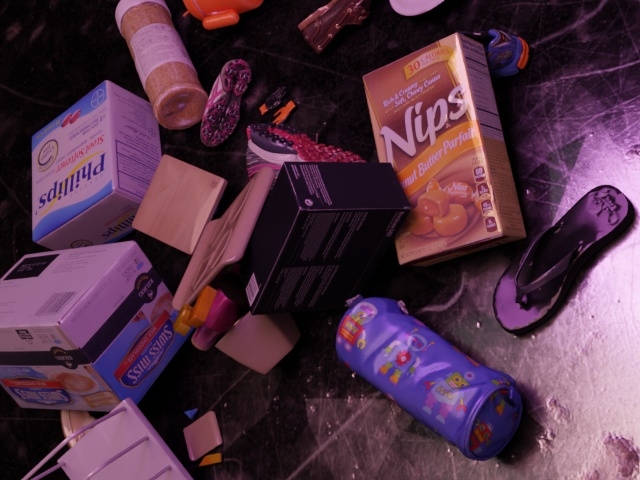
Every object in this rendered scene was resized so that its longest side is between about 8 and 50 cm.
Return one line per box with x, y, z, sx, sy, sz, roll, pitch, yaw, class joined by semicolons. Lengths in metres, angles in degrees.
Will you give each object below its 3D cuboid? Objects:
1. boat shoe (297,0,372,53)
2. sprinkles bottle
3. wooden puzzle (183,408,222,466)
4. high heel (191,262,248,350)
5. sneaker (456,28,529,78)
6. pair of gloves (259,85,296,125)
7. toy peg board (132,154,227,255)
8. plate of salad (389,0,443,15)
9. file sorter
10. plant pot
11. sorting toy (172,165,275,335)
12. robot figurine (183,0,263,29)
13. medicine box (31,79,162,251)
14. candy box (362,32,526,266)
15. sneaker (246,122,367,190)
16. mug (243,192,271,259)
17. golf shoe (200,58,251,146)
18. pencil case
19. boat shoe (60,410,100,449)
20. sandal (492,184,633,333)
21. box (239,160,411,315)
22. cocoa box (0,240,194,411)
0.055;-0.431;1.680;0.207;0.073;0.073;-34;92;29;boat shoe
-0.347;-0.397;1.953;0.121;0.121;0.355;-42;51;19;sprinkles bottle
-0.210;0.353;1.615;0.078;0.014;0.116;-28;57;23;wooden puzzle
-0.154;0.082;1.557;0.117;0.082;0.244;-55;1;31;high heel
0.224;-0.303;1.470;0.221;0.087;0.083;-11;66;36;sneaker
-0.083;-0.258;1.756;0.074;0.010;0.083;-43;48;20;pair of gloves
-0.266;-0.065;1.799;0.161;0.079;0.161;23;89;27;toy peg board
0.203;-0.480;1.587;0.200;0.048;0.200;-28;49;36;plate of salad
-0.338;0.448;1.497;0.193;0.173;0.277;-42;83;19;file sorter
-0.097;0.162;1.527;0.096;0.109;0.109;46;107;-2;plant pot
-0.172;0.039;1.503;0.229;0.041;0.307;-38;26;49;sorting toy
-0.203;-0.530;1.884;0.219;0.128;0.158;-7;107;37;robot figurine
-0.485;-0.148;1.949;0.263;0.149;0.289;-28;56;28;medicine box
0.186;-0.133;1.383;0.183;0.087;0.316;-19;76;35;candy box
-0.019;-0.116;1.593;0.299;0.121;0.112;32;123;41;sneaker
-0.072;0.001;1.575;0.129;0.097;0.157;20;97;60;mug
-0.196;-0.276;1.829;0.186;0.067;0.086;-67;21;-2;golf shoe
0.153;0.189;1.311;0.306;0.119;0.133;33;84;42;pencil case
-0.426;0.399;1.726;0.098;0.109;0.302;-20;48;-10;boat shoe
0.329;0.020;1.276;0.254;0.054;0.097;-52;49;11;sandal
0.000;0.000;1.398;0.261;0.184;0.103;117;144;-45;box
-0.464;0.167;1.704;0.347;0.228;0.231;-6;35;38;cocoa box
